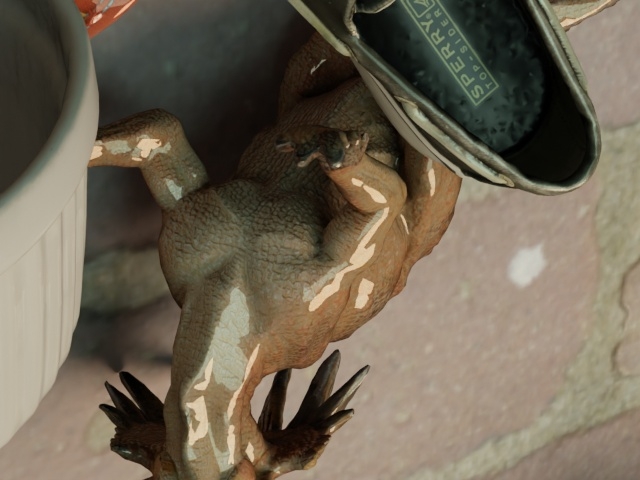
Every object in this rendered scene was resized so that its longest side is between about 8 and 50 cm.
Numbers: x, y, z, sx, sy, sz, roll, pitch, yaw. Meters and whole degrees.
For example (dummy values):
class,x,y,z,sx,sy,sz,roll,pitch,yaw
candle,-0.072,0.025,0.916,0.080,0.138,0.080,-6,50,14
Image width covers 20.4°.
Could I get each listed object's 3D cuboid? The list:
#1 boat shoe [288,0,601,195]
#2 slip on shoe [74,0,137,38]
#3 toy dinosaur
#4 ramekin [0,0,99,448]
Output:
class,x,y,z,sx,sy,sz,roll,pitch,yaw
boat shoe,0.015,-0.100,0.536,0.078,0.070,0.219,-45,117,-2
slip on shoe,0.026,-0.151,0.624,0.331,0.123,0.101,-20,111,-19
toy dinosaur,0.000,0.000,0.705,0.296,0.127,0.200,-42,141,-26
ramekin,-0.166,-0.005,0.523,0.207,0.207,0.109,-22,136,-25
